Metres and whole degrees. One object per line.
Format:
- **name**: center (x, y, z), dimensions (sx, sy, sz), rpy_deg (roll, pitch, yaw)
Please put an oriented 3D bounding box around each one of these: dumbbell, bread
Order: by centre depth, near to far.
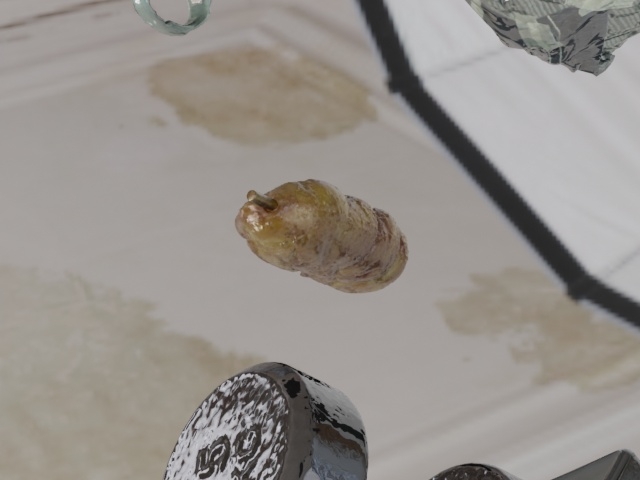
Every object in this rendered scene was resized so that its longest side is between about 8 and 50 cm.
- **dumbbell**: center (0.041, 0.250, 1.198), dimensions (0.322, 0.203, 0.204), rpy_deg (29, -169, -30)
- **bread**: center (-0.001, -0.002, 1.478), dimensions (0.124, 0.084, 0.344), rpy_deg (-24, 162, 17)

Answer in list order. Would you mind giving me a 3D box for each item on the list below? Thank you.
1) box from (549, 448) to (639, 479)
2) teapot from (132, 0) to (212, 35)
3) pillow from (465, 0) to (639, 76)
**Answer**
- **box**: center (0.300, 0.333, 1.662), dimensions (0.201, 0.090, 0.144), rpy_deg (-35, -174, 43)
- **teapot**: center (-0.155, -0.323, 1.242), dimensions (0.193, 0.294, 0.129), rpy_deg (-9, -173, 32)
- **pillow**: center (0.080, -0.197, 0.566), dimensions (0.161, 0.335, 0.092), rpy_deg (-30, -143, 16)
